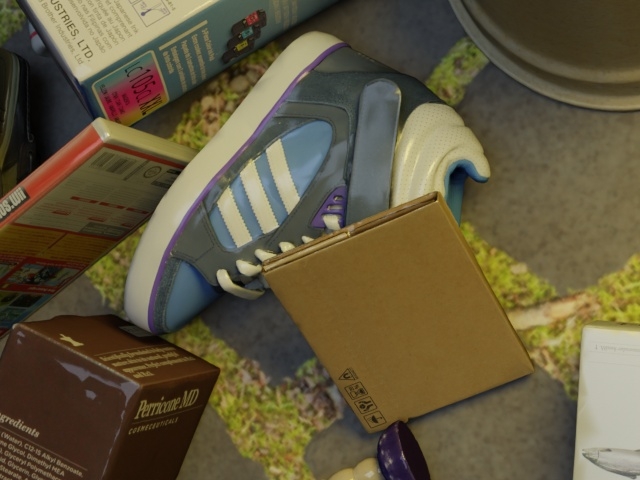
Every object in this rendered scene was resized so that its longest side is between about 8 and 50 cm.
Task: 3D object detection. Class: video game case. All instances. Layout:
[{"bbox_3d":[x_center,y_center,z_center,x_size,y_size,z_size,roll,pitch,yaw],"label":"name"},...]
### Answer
[{"bbox_3d":[-0.249,0.000,1.289,0.285,0.204,0.025,-38,74,13],"label":"video game case"}]

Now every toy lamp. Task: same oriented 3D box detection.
[{"bbox_3d":[-0.037,0.246,1.288,0.274,0.080,0.080,-24,82,14],"label":"toy lamp"}]

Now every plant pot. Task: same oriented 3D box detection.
[{"bbox_3d":[0.219,-0.280,1.098,0.333,0.305,0.334,0,89,17],"label":"plant pot"}]

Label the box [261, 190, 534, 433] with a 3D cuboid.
[{"bbox_3d":[0.069,0.066,1.224,0.164,0.021,0.201,-23,121,16],"label":"box"}]

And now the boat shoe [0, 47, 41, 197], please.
[{"bbox_3d":[-0.304,-0.070,1.378,0.080,0.073,0.224,14,97,41],"label":"boat shoe"}]

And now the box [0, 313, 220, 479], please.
[{"bbox_3d":[-0.244,0.265,1.292,0.143,0.191,0.381,23,97,16],"label":"box"}]

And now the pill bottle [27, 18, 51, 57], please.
[{"bbox_3d":[-0.239,-0.258,1.352,0.087,0.087,0.160,-12,86,17],"label":"pill bottle"}]

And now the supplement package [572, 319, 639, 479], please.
[{"bbox_3d":[0.265,0.159,1.180,0.105,0.105,0.179,3,90,16],"label":"supplement package"}]

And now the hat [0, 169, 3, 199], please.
[{"bbox_3d":[-0.456,-0.056,1.338,0.331,0.134,0.331,-2,104,-6],"label":"hat"}]

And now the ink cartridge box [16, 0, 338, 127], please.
[{"bbox_3d":[-0.092,-0.309,1.234,0.395,0.151,0.270,-32,78,-6],"label":"ink cartridge box"}]

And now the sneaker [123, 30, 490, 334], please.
[{"bbox_3d":[0.000,0.000,1.250,0.236,0.130,0.323,37,94,19],"label":"sneaker"}]
